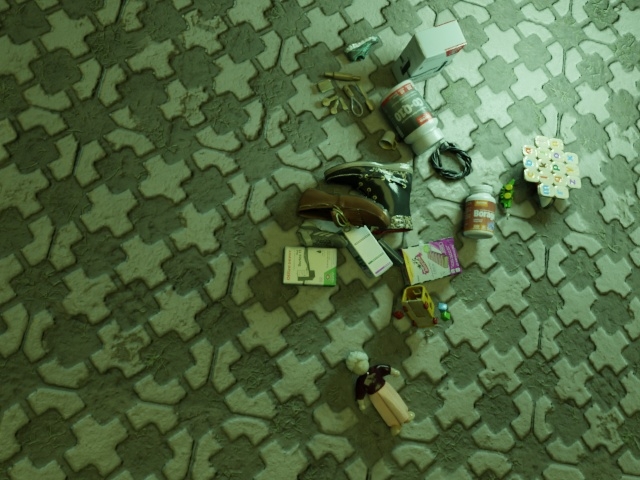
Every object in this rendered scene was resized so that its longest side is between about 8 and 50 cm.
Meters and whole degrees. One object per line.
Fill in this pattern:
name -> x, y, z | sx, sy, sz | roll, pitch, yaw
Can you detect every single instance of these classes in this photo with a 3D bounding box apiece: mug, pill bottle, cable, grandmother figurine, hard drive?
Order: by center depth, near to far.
grandmother figurine -> 0.222, 0.567, 1.611 | 0.208, 0.104, 0.342 | -39, 92, -21
hard drive -> 0.276, 0.048, 1.694 | 0.135, 0.094, 0.022 | 43, 77, -1
pill bottle -> 0.391, -0.514, 1.759 | 0.161, 0.161, 0.283 | -33, 88, -12
pill bottle -> 0.677, -0.121, 1.768 | 0.121, 0.121, 0.216 | 8, 81, -8
mug -> 0.294, -0.432, 1.794 | 0.062, 0.078, 0.064 | 15, 68, 26
cable -> 0.578, -0.341, 1.823 | 0.184, 0.047, 0.150 | 41, 78, -2

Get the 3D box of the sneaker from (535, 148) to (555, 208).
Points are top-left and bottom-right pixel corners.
sneaker -> 0.978, -0.280, 1.857 | 0.145, 0.090, 0.270 | 19, 76, -5

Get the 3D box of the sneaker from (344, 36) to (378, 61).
sneaker -> 0.187, -0.840, 1.835 | 0.167, 0.065, 0.076 | -27, 103, -8

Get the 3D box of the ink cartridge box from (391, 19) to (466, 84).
ink cartridge box -> 0.446, -0.775, 1.752 | 0.197, 0.273, 0.114 | -23, 90, -11

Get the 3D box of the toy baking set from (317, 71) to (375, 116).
toy baking set -> 0.111, -0.634, 1.804 | 0.256, 0.030, 0.196 | 0, 85, -9

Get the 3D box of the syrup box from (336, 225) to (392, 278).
syrup box -> 0.177, 0.033, 1.681 | 0.096, 0.093, 0.236 | -34, 88, -13

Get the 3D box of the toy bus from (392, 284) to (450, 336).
toy bus -> 0.408, 0.270, 1.675 | 0.191, 0.202, 0.104 | 22, 47, 0

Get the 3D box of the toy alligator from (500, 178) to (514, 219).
toy alligator -> 0.819, -0.183, 1.839 | 0.051, 0.056, 0.189 | 7, 79, 35

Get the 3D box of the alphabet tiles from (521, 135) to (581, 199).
alphabet tiles -> 1.004, -0.318, 1.813 | 0.278, 0.021, 0.283 | 6, 76, -11

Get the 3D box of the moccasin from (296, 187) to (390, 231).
moccasin -> 0.080, -0.104, 1.588 | 0.380, 0.139, 0.146 | 17, 65, 21

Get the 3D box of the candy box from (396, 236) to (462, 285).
candy box -> 0.451, 0.087, 1.728 | 0.234, 0.071, 0.159 | -13, 85, -10

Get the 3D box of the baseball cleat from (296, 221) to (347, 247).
baseball cleat -> 0.000, 0.000, 1.643 | 0.206, 0.072, 0.109 | 23, 51, 21

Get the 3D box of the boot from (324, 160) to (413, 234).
boot -> 0.209, -0.171, 1.700 | 0.378, 0.138, 0.284 | -1, 82, -15

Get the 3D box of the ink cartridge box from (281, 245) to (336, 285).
ink cartridge box -> -0.046, 0.104, 1.639 | 0.209, 0.087, 0.152 | 3, 81, -8
